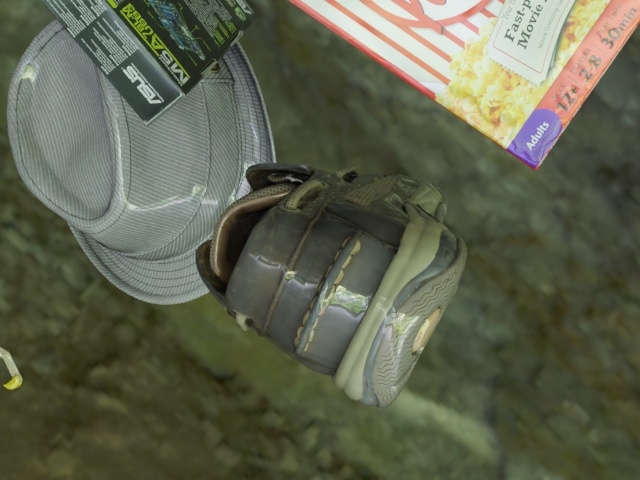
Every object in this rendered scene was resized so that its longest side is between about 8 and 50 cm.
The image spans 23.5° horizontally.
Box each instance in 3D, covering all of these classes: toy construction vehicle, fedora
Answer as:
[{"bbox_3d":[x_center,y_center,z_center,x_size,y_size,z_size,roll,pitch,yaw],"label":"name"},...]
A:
[{"bbox_3d":[-0.307,0.094,1.348,0.098,0.035,0.086,43,-4,7],"label":"toy construction vehicle"},{"bbox_3d":[-0.170,-0.085,1.284,0.124,0.243,0.275,3,64,-53],"label":"fedora"}]

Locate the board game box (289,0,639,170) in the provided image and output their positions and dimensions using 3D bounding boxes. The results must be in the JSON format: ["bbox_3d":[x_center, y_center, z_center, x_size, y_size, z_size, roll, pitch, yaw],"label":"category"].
[{"bbox_3d":[0.083,-0.153,0.867,0.193,0.147,0.045,34,7,3],"label":"board game box"}]

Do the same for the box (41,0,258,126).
[{"bbox_3d":[-0.139,-0.193,1.082,0.191,0.045,0.184,50,29,-11],"label":"box"}]

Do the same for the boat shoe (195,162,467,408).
[{"bbox_3d":[0.000,0.000,0.952,0.130,0.132,0.355,28,1,-5],"label":"boat shoe"}]
